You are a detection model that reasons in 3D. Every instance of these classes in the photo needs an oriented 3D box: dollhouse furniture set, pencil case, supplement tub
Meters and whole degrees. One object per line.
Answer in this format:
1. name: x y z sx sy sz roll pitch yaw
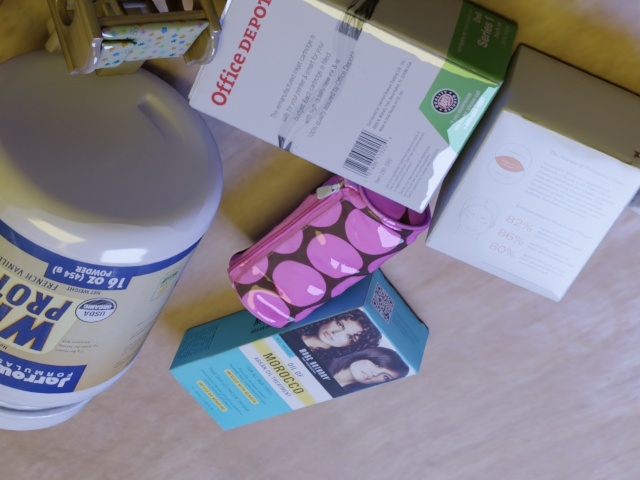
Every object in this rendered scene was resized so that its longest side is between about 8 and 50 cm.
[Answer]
1. dollhouse furniture set: -0.198 -0.156 1.197 0.182 0.101 0.161 -9 162 -32
2. pencil case: 0.000 0.000 1.375 0.098 0.095 0.209 8 144 -40
3. supplement tub: -0.241 0.008 1.365 0.228 0.228 0.316 26 134 -6

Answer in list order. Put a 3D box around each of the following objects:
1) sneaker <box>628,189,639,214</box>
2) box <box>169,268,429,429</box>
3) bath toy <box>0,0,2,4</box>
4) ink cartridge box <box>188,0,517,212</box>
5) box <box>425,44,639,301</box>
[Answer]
1. sneaker: 0.364 -0.063 1.211 0.115 0.090 0.232 35 142 -23
2. box: -0.023 0.110 1.503 0.244 0.060 0.100 -20 123 32
3. bath toy: -0.318 -0.217 1.253 0.348 0.129 0.151 -28 119 36
4. ink cartridge box: 0.024 -0.142 1.232 0.219 0.092 0.160 26 134 -5
5. box: 0.183 -0.053 1.264 0.130 0.091 0.170 24 134 -4
